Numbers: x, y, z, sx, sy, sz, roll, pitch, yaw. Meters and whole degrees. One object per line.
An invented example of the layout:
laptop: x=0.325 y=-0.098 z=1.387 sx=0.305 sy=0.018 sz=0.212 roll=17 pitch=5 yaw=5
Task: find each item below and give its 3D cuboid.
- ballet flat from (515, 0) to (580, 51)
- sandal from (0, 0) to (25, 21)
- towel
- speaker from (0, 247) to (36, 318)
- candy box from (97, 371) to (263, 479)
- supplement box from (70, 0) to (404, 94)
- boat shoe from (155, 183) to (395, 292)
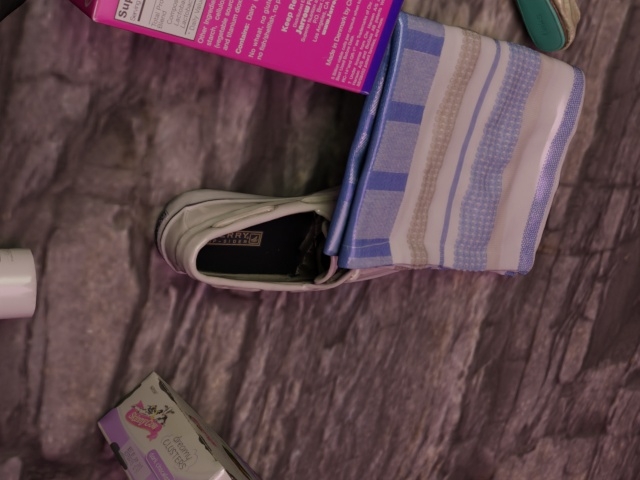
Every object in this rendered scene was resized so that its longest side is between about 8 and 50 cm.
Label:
ballet flat: x=0.181 y=-0.238 z=0.912 sx=0.052 sy=0.057 sz=0.168 roll=-55 pitch=133 yaw=-30
sandal: x=-0.298 y=-0.293 z=0.543 sx=0.107 sy=0.167 sz=0.446 roll=-51 pitch=129 yaw=-36
towel: x=0.127 y=-0.068 z=0.904 sx=0.285 sy=0.034 sz=0.209 roll=4 pitch=105 yaw=-48
speaker: x=-0.281 y=0.034 z=0.785 sx=0.136 sy=0.055 sz=0.055 roll=-1 pitch=112 yaw=-26
candy box: x=-0.085 y=0.226 z=0.906 sx=0.070 sy=0.165 sz=0.196 roll=-41 pitch=124 yaw=-7
supplement box: x=-0.060 y=-0.192 z=0.763 sx=0.220 sy=0.111 sz=0.114 roll=12 pitch=107 yaw=-30
boat shoe: x=0.000 y=0.000 z=0.894 sx=0.267 sy=0.088 sz=0.096 roll=3 pitch=110 yaw=-28
